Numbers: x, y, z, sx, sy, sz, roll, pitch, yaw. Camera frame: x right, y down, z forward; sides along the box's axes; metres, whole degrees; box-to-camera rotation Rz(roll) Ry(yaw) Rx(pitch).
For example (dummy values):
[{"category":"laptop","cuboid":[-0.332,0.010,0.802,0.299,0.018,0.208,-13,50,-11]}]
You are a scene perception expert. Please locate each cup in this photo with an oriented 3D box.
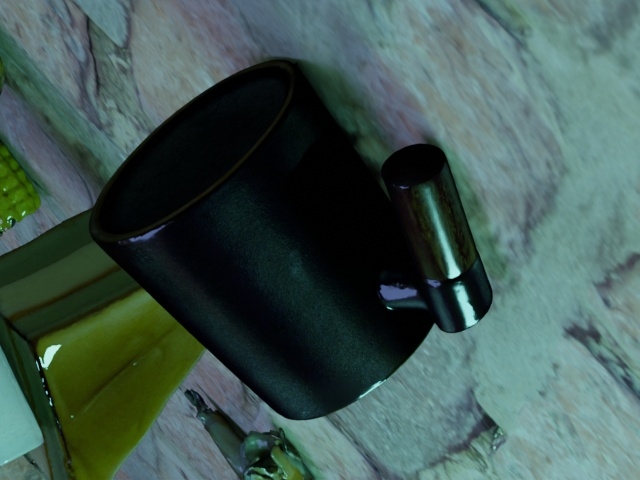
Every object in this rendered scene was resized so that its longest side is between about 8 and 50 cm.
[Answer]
[{"category":"cup","cuboid":[-0.013,0.011,1.219,0.177,0.166,0.239,51,167,-22]}]

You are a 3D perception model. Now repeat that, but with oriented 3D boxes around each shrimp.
[{"category":"shrimp","cuboid":[-0.055,0.260,2.186,0.185,0.068,0.287,58,173,-18]}]

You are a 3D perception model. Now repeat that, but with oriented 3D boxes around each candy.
[{"category":"candy","cuboid":[-0.400,-0.095,2.199,0.199,0.094,0.106,57,165,-5]}]

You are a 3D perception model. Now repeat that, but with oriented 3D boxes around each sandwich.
[{"category":"sandwich","cuboid":[-0.212,0.106,1.939,0.155,0.198,0.227,38,148,40]}]

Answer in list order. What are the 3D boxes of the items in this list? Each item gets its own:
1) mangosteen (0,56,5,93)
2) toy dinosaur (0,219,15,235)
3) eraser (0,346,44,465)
[{"category":"mangosteen","cuboid":[-0.390,-0.153,1.880,0.192,0.192,0.217,39,-174,33]},{"category":"toy dinosaur","cuboid":[-0.420,-0.104,2.374,0.187,0.087,0.179,32,126,6]},{"category":"eraser","cuboid":[-0.368,0.086,1.869,0.174,0.095,0.270,-12,105,61]}]
